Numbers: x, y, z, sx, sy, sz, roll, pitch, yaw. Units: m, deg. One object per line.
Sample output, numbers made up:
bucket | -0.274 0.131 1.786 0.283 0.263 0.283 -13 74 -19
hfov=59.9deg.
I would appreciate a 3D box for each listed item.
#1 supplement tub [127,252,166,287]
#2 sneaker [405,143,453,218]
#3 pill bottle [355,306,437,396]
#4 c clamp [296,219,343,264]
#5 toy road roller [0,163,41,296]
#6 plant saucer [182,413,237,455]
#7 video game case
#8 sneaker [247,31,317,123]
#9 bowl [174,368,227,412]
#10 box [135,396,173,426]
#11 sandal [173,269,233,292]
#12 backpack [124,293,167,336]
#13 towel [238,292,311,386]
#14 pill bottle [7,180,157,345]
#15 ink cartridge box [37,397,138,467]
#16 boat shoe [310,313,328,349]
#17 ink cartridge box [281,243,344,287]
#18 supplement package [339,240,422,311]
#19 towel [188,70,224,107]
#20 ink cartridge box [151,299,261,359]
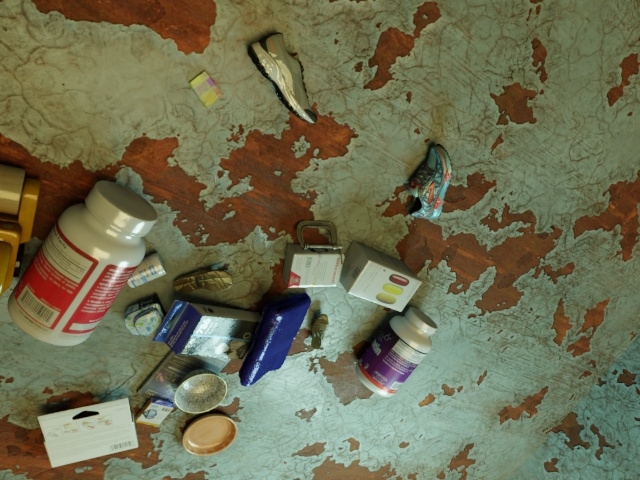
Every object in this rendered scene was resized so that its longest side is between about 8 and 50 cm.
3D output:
supplement tub | -0.508 0.086 1.602 0.107 0.071 0.071 -24 125 -7
sneaker | 0.341 -0.180 1.779 0.125 0.104 0.261 -6 120 -17
pill bottle | 0.285 0.407 2.054 0.182 0.181 0.323 27 105 -32
c clamp | 0.000 0.000 1.744 0.161 0.022 0.137 7 72 -21
toy road roller | -0.803 -0.007 1.319 0.203 0.240 0.329 11 114 -28
plant saucer | -0.406 0.704 2.030 0.200 0.037 0.199 -10 123 -16
video game case | -0.453 0.446 1.866 0.196 0.026 0.274 35 103 -34
sneaker | -0.075 -0.421 1.469 0.108 0.100 0.271 -39 126 -4
bowl | -0.402 0.482 1.844 0.170 0.080 0.170 -10 123 -16
box | -0.557 0.575 1.878 0.081 0.028 0.136 25 119 -30
sandal | -0.359 0.120 1.703 0.180 0.049 0.072 -7 117 -2
backpack | -0.528 0.235 1.674 0.114 0.084 0.105 -19 123 -9
towel | -0.156 0.321 1.848 0.228 0.076 0.308 -15 134 -60
pill bottle | -0.608 0.055 1.446 0.229 0.229 0.407 30 104 -33
ink cartridge box | -0.755 0.611 1.817 0.275 0.060 0.238 -8 120 -17
boat shoe | -0.006 0.314 1.960 0.056 0.049 0.152 12 119 -8
ink cartridge box | -0.025 0.082 1.799 0.175 0.072 0.127 1 118 -23
supplement package | 0.194 0.123 1.877 0.244 0.134 0.139 21 109 -31
towel | -0.297 -0.392 1.445 0.060 0.009 0.083 -37 125 2
ink cartridge box | -0.343 0.287 1.745 0.333 0.065 0.165 17 113 -45
